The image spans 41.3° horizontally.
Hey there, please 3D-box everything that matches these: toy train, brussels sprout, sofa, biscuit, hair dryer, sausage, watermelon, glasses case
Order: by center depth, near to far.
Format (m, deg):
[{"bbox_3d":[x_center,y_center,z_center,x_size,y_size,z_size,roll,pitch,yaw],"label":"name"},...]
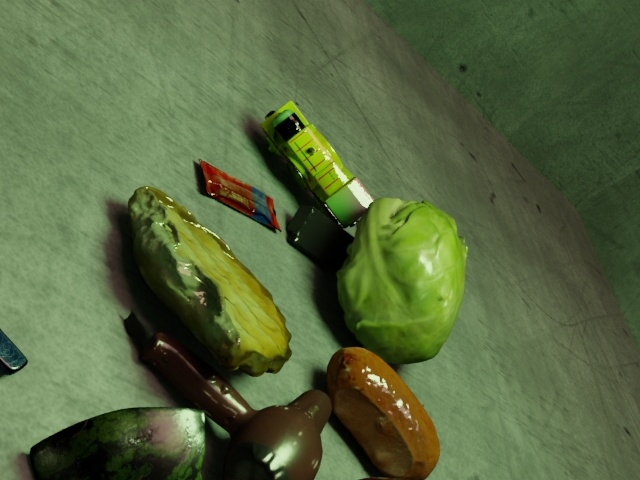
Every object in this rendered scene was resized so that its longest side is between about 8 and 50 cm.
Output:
[{"bbox_3d":[-0.211,0.280,0.934,0.137,0.193,0.145,96,-19,-56],"label":"watermelon"},{"bbox_3d":[-0.369,0.118,0.956,0.083,0.023,0.033,49,31,-6],"label":"glasses case"},{"bbox_3d":[-0.131,0.206,1.199,0.340,0.123,0.312,43,15,1],"label":"hair dryer"},{"bbox_3d":[-0.160,0.075,1.235,0.329,0.078,0.335,43,11,-22],"label":"biscuit"},{"bbox_3d":[0.105,0.290,1.427,0.258,0.133,0.133,52,26,-1],"label":"sausage"},{"bbox_3d":[0.158,0.079,1.624,0.328,0.247,0.328,3,90,-83],"label":"brussels sprout"},{"bbox_3d":[0.000,0.000,1.686,0.147,0.085,0.060,36,-13,-32],"label":"sofa"},{"bbox_3d":[-0.009,-0.152,1.743,0.296,0.100,0.160,52,-8,-4],"label":"toy train"}]

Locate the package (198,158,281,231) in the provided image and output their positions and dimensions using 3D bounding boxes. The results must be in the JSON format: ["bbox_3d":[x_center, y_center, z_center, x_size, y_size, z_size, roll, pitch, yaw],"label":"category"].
[{"bbox_3d":[-0.147,-0.081,1.572,0.200,0.022,0.083,29,36,-42],"label":"package"}]

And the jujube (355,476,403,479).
[{"bbox_3d":[0.094,0.449,1.152,0.183,0.183,0.243,28,47,-42],"label":"jujube"}]
